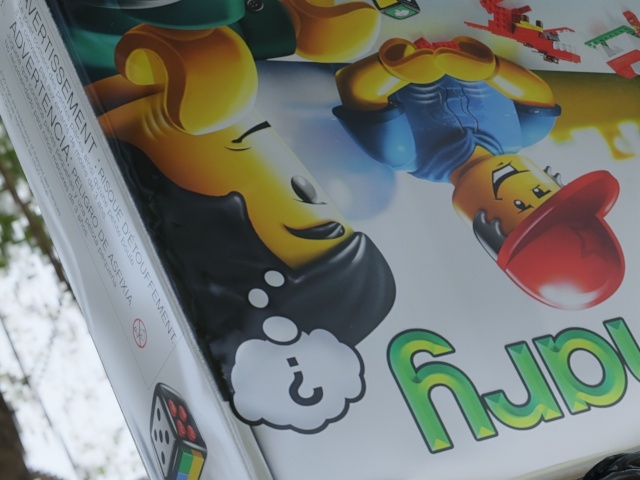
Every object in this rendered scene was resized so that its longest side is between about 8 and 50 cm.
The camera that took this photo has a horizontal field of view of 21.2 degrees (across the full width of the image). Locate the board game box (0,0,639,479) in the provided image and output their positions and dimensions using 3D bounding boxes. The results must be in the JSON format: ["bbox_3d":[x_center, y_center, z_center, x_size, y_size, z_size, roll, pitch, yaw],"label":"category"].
[{"bbox_3d":[0.075,-0.023,0.482,0.305,0.193,0.053,-11,-28,-30],"label":"board game box"}]

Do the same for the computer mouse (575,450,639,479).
[{"bbox_3d":[0.141,0.040,0.393,0.193,0.106,0.042,-42,3,-30],"label":"computer mouse"}]
